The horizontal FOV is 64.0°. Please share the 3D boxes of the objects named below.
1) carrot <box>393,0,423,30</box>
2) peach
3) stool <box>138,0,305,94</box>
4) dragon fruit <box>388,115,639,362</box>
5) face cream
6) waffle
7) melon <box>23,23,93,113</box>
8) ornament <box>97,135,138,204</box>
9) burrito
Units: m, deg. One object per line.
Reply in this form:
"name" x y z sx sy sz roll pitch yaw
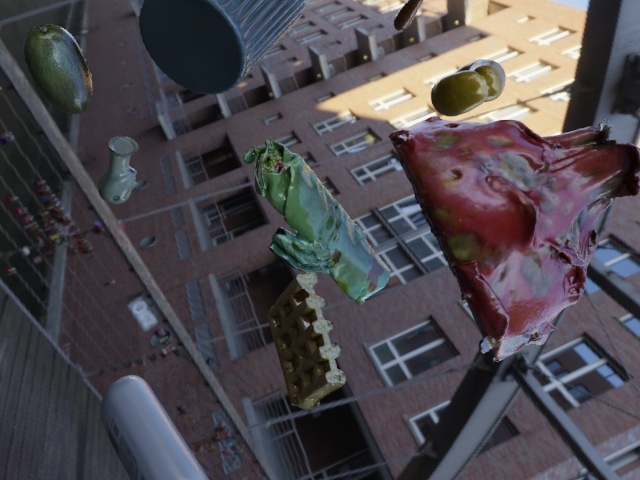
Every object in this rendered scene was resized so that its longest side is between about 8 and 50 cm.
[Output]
"carrot" 0.263 -0.655 1.409 0.048 0.048 0.216 66 -25 7
"peach" 0.354 -0.366 1.230 0.103 0.179 0.179 63 -5 -20
"stool" -0.223 -0.529 1.173 0.297 0.297 0.330 74 31 -46
"dragon fruit" 0.192 -0.042 0.480 0.262 0.212 0.134 64 3 15
"face cream" -0.200 0.346 0.706 0.337 0.080 0.163 42 -42 32
"waffle" -0.052 0.307 1.523 0.304 0.078 0.348 -51 -129 50
"melon" -0.464 -0.301 0.915 0.162 0.099 0.099 87 -19 -45
"ornament" -0.442 -0.146 1.128 0.074 0.081 0.156 -101 -150 -47
"burrito" 0.000 0.000 0.626 0.054 0.104 0.288 4 -34 40
